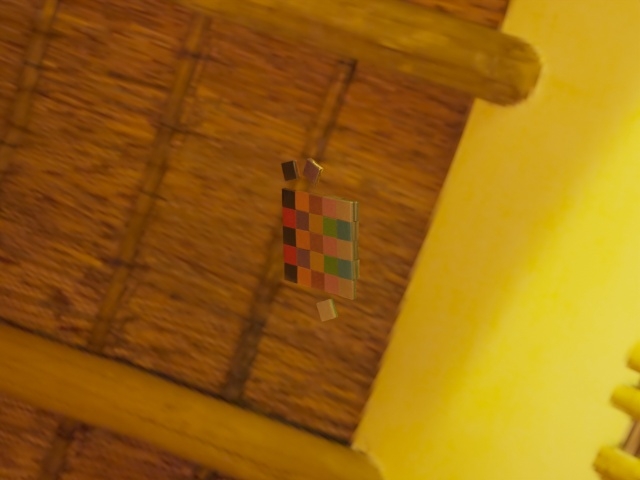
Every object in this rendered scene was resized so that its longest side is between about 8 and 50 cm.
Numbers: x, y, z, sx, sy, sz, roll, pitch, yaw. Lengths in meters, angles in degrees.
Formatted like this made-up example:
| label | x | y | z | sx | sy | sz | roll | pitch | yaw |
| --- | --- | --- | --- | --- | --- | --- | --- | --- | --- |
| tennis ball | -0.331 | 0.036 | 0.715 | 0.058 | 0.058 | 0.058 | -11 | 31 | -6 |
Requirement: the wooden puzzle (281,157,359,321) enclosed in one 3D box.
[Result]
| label | x | y | z | sx | sy | sz | roll | pitch | yaw |
| --- | --- | --- | --- | --- | --- | --- | --- | --- | --- |
| wooden puzzle | 0.000 | 0.000 | 0.715 | 0.006 | 0.049 | 0.083 | -16 | -69 | -43 |
